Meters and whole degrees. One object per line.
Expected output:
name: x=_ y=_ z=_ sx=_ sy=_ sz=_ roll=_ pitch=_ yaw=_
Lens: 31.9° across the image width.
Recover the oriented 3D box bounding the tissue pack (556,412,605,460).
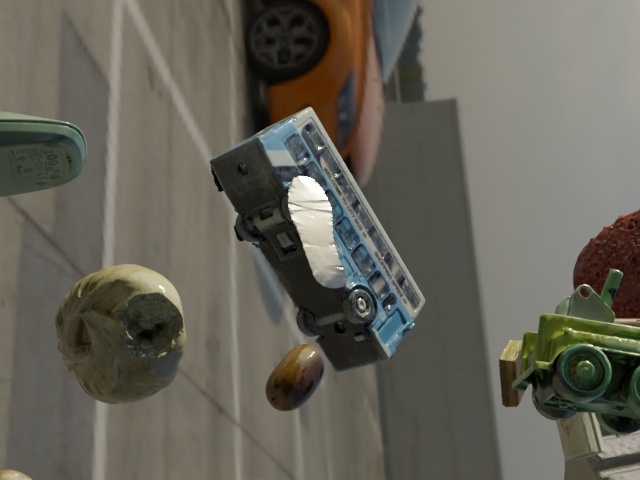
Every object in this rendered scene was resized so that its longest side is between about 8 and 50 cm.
tissue pack: x=0.259 y=0.169 z=1.150 sx=0.056 sy=0.023 sz=0.108 roll=133 pitch=-49 yaw=-64

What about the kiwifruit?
kiwifruit: x=-0.037 y=0.208 z=1.696 sx=0.124 sy=0.075 sz=0.075 roll=-43 pitch=134 yaw=-46

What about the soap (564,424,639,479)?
soap: x=0.571 y=0.393 z=1.832 sx=0.258 sy=0.302 sz=0.159 roll=-117 pitch=-160 yaw=-55

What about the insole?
insole: x=-0.004 y=-0.010 z=1.135 sx=0.002 sy=0.053 sz=0.152 roll=-58 pitch=-142 yaw=41

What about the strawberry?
strawberry: x=0.489 y=0.063 z=1.473 sx=0.261 sy=0.258 sz=0.261 roll=-174 pitch=-90 yaw=-80

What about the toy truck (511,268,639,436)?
toy truck: x=0.312 y=0.104 z=0.976 sx=0.128 sy=0.260 sz=0.135 roll=95 pitch=8 yaw=-72

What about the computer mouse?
computer mouse: x=-0.469 y=-0.127 z=1.533 sx=0.159 sy=0.288 sz=0.097 roll=105 pitch=-28 yaw=-62

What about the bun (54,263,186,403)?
bun: x=-0.266 y=0.124 z=1.457 sx=0.128 sy=0.193 sz=0.178 roll=-8 pitch=81 yaw=-45

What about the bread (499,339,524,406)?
bread: x=0.342 y=0.234 z=1.983 sx=0.090 sy=0.035 sz=0.094 roll=-46 pitch=133 yaw=-60

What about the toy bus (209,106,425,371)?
toy bus: x=0.000 y=0.000 z=1.316 sx=0.131 sy=0.106 sz=0.297 roll=-44 pitch=107 yaw=-45

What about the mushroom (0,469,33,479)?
mushroom: x=-0.458 y=0.433 z=1.589 sx=0.088 sy=0.097 sz=0.212 roll=-167 pitch=-84 yaw=-75
